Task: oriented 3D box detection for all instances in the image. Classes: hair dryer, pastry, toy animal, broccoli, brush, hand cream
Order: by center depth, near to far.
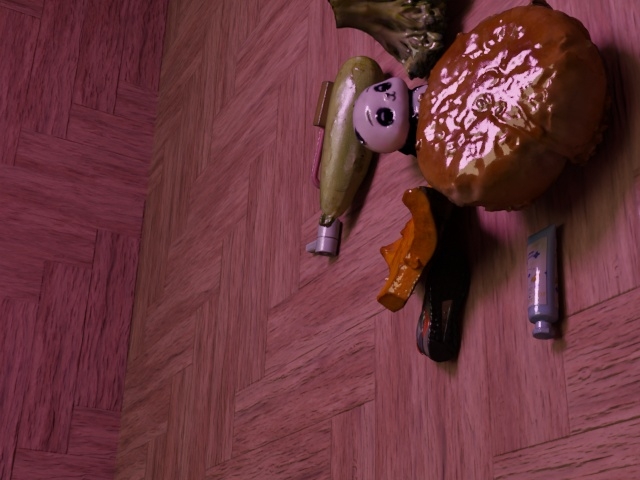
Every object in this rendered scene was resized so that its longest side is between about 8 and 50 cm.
[{"bbox_3d":[0.323,0.060,1.336,0.065,0.043,0.171,-35,44,54],"label":"hand cream"},{"bbox_3d":[0.291,-0.187,1.355,0.316,0.184,0.284,-59,42,11],"label":"pastry"},{"bbox_3d":[0.149,-0.219,1.698,0.138,0.179,0.166,115,164,-53],"label":"toy animal"},{"bbox_3d":[0.119,-0.459,1.771,0.248,0.245,0.288,97,159,-56],"label":"broccoli"},{"bbox_3d":[0.027,-0.226,2.024,0.047,0.103,0.234,17,93,67],"label":"brush"},{"bbox_3d":[0.000,0.000,2.034,0.137,0.047,0.082,150,130,-66],"label":"hair dryer"}]

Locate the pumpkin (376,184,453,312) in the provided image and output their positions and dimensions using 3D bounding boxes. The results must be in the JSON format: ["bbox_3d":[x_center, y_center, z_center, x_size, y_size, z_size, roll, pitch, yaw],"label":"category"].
[{"bbox_3d":[0.161,-0.008,1.550,0.290,0.095,0.258,-56,-10,-67],"label":"pumpkin"}]

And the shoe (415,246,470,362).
[{"bbox_3d":[0.196,0.107,1.543,0.077,0.074,0.195,168,112,-68],"label":"shoe"}]

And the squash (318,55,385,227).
[{"bbox_3d":[0.061,-0.207,1.931,0.118,0.118,0.371,6,84,64],"label":"squash"}]
